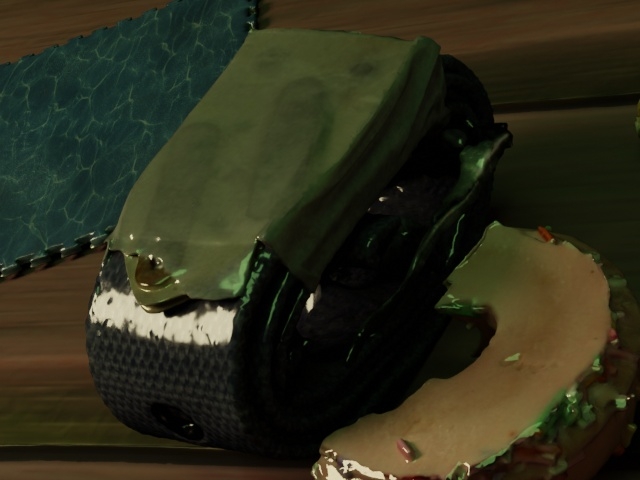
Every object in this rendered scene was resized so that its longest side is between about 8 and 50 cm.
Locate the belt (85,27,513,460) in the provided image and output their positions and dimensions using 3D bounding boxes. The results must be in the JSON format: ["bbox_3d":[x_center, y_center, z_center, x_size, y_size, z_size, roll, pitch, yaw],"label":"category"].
[{"bbox_3d":[0.000,0.000,0.692,0.126,0.139,0.230,5,45,38],"label":"belt"}]

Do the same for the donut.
[{"bbox_3d":[0.086,0.064,0.625,0.117,0.065,0.166,11,51,42],"label":"donut"}]

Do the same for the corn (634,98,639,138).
[{"bbox_3d":[0.203,-0.070,0.740,0.092,0.037,0.037,-12,39,15],"label":"corn"}]

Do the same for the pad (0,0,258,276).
[{"bbox_3d":[-0.165,-0.071,0.991,0.269,0.012,0.269,-19,37,12],"label":"pad"}]
